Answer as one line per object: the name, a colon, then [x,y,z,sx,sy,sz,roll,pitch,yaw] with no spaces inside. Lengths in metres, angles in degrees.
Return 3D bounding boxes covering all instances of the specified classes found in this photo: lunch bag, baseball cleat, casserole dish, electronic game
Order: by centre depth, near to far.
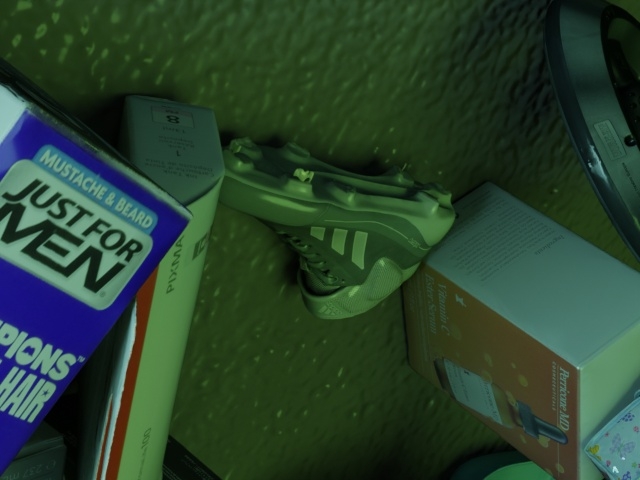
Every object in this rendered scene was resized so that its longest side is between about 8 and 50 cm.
baseball cleat: [0.000,0.000,0.859,0.206,0.072,0.109,9,118,-44]
lunch bag: [0.219,0.130,0.913,0.083,0.053,0.071,-42,139,0]
electronic game: [0.211,-0.060,0.930,0.048,0.229,0.229,-27,150,27]
casserole dish: [0.155,0.224,1.203,0.188,0.037,0.114,1,116,-46]

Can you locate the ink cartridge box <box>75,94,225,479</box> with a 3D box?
ink cartridge box: [-0.084,0.059,0.701,0.066,0.232,0.189,6,117,-16]

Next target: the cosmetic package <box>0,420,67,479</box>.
cosmetic package: [-0.222,0.193,0.754,0.127,0.107,0.238,-16,125,-41]

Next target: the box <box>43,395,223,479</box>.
box: [-0.074,0.264,0.789,0.076,0.307,0.242,-11,125,-45]

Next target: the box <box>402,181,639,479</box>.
box: [0.144,0.064,0.968,0.091,0.170,0.130,-32,135,-25]

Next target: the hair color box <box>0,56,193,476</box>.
hair color box: [-0.226,0.066,0.587,0.339,0.185,0.110,-54,137,1]
